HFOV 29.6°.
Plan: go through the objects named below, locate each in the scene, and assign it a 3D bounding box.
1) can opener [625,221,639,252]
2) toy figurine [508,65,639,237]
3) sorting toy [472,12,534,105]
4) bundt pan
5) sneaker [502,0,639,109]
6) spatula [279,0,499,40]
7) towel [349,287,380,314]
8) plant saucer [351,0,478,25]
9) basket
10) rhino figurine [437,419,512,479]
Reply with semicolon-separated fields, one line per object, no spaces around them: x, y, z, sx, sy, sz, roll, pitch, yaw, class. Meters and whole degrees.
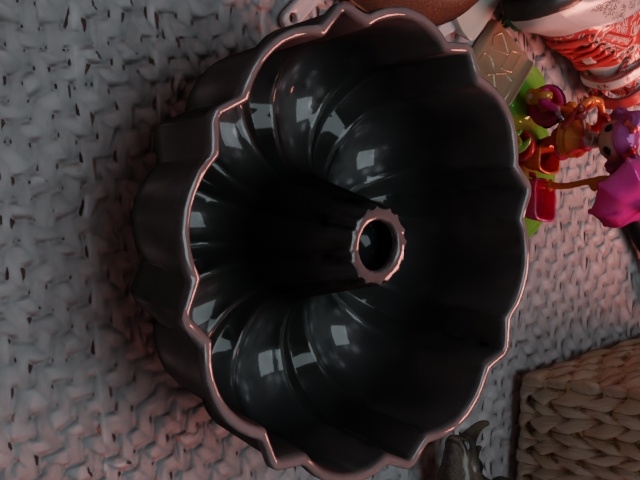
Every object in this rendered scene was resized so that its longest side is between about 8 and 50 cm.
0.380;0.017;1.334;0.186;0.073;0.059;56;48;-20;can opener
0.243;-0.076;1.100;0.130;0.159;0.173;8;89;-47;toy figurine
0.168;-0.171;1.108;0.062;0.012;0.083;42;65;-23;sorting toy
0.000;0.000;0.869;0.331;0.124;0.331;-5;97;-42;bundt pan
0.268;-0.188;1.152;0.270;0.090;0.145;-28;114;-49;sneaker
0.067;-0.202;1.000;0.242;0.019;0.168;-53;130;-28;spatula
0.073;0.076;1.037;0.148;0.027;0.110;-7;101;-46;towel
0.084;-0.328;0.966;0.310;0.050;0.310;-1;92;-45;plant saucer
0.398;0.246;1.193;0.331;0.328;0.266;-9;98;-45;basket
0.103;0.270;1.063;0.106;0.073;0.243;37;67;-39;rhino figurine
